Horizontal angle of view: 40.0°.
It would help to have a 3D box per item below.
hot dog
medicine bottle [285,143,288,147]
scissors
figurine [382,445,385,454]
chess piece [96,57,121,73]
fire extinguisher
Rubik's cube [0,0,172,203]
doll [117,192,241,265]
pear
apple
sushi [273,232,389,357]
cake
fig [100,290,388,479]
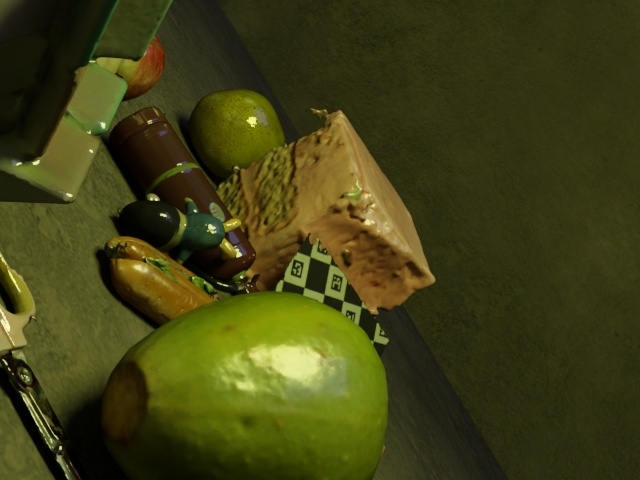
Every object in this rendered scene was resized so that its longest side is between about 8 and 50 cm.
[{"bbox_3d":[-0.186,0.070,1.144,0.249,0.068,0.100,46,16,-48],"label":"hot dog"},{"bbox_3d":[-0.084,-0.102,1.954,0.258,0.143,0.143,60,10,21],"label":"medicine bottle"},{"bbox_3d":[-0.272,0.096,0.771,0.317,0.024,0.160,59,10,6],"label":"scissors"},{"bbox_3d":[-0.011,0.276,1.243,0.162,0.141,0.237,29,-9,41],"label":"figurine"},{"bbox_3d":[-0.360,-0.244,1.051,0.167,0.167,0.299,56,14,-8],"label":"chess piece"},{"bbox_3d":[-0.187,-0.039,1.338,0.341,0.105,0.141,56,27,7],"label":"fire extinguisher"},{"bbox_3d":[-0.289,-0.209,0.653,0.368,0.358,0.387,-1,53,-41],"label":"Rubik's cube"},{"bbox_3d":[-0.200,-0.015,1.223,0.179,0.089,0.102,18,68,-32],"label":"doll"},{"bbox_3d":[-0.167,-0.215,1.780,0.198,0.198,0.198,55,10,-15],"label":"pear"},{"bbox_3d":[-0.327,-0.292,1.408,0.146,0.131,0.146,40,20,-18],"label":"apple"},{"bbox_3d":[-0.021,0.170,1.420,0.290,0.050,0.264,53,54,-35],"label":"sushi"},{"bbox_3d":[0.000,0.000,1.573,0.314,0.307,0.293,50,14,-37],"label":"cake"},{"bbox_3d":[-0.078,0.176,0.885,0.326,0.258,0.258,9,47,-54],"label":"fig"}]
